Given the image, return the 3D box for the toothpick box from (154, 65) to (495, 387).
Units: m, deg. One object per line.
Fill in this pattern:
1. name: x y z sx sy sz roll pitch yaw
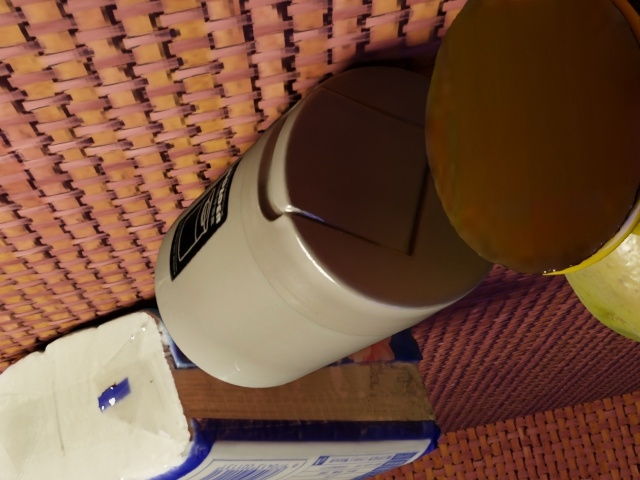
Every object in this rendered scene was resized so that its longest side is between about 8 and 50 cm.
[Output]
1. toothpick box: 0.000 0.000 0.757 0.111 0.111 0.180 -7 167 -25

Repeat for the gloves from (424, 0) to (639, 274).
1. gloves: 0.193 -0.045 0.701 0.294 0.133 0.116 -1 157 -38

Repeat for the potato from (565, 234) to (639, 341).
1. potato: 0.251 0.025 1.118 0.182 0.117 0.202 -11 169 9

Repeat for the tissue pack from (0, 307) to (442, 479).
1. tissue pack: -0.075 0.120 1.176 0.209 0.137 0.269 -23 161 39
